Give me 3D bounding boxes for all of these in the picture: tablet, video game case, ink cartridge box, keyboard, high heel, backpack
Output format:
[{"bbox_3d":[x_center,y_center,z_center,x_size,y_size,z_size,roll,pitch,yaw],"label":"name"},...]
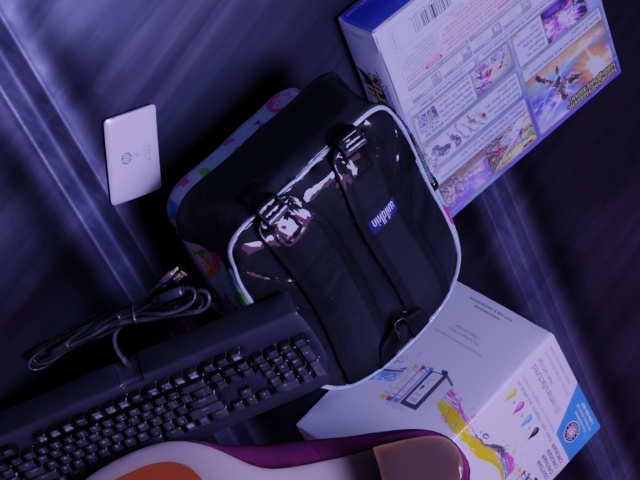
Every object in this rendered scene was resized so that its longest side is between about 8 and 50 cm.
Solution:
[{"bbox_3d":[-0.165,-0.076,1.762,0.054,0.006,0.083,-22,123,-33],"label":"tablet"},{"bbox_3d":[0.162,-0.191,1.961,0.269,0.061,0.244,-40,130,-20],"label":"video game case"},{"bbox_3d":[0.132,0.193,2.045,0.232,0.168,0.171,-45,134,-15],"label":"ink cartridge box"},{"bbox_3d":[-0.159,0.125,1.735,0.317,0.033,0.201,-24,133,8],"label":"keyboard"},{"bbox_3d":[-0.049,0.245,1.828,0.181,0.377,0.127,79,7,-77],"label":"high heel"},{"bbox_3d":[0.000,0.000,1.816,0.225,0.191,0.253,-44,126,-13],"label":"backpack"}]
